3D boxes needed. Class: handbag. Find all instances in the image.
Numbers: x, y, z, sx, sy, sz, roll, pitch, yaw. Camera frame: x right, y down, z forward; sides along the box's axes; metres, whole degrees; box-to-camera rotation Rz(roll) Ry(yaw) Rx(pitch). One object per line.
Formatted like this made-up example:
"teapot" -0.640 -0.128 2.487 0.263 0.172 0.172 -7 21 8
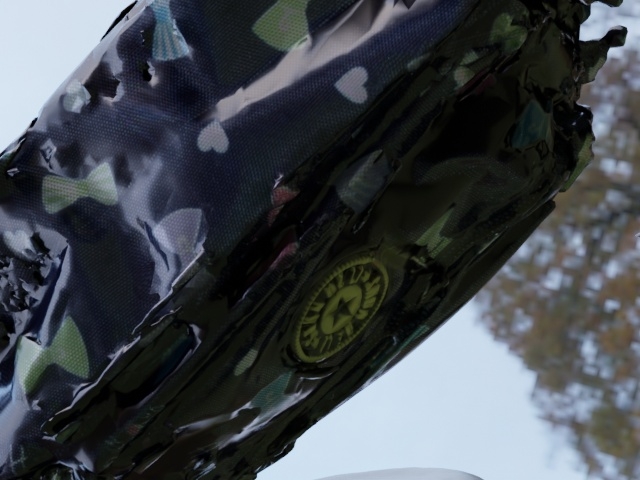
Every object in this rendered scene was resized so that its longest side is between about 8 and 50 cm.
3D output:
"handbag" -0.014 -0.011 0.572 0.260 0.113 0.162 -45 -17 12

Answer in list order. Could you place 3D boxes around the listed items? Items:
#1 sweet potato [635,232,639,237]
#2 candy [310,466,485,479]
"sweet potato" 0.376 0.076 1.506 0.314 0.066 0.072 29 -68 -20
"candy" 0.059 0.276 1.419 0.295 0.295 0.185 -7 -83 -49
